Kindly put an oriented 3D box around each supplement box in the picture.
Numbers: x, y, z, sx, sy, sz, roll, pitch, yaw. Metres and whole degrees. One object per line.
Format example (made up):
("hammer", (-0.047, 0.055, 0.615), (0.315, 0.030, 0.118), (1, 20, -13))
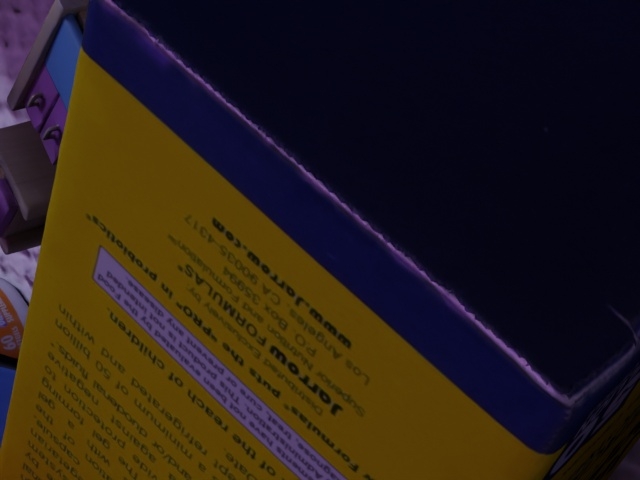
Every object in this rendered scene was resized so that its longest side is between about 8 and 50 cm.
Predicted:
("supplement box", (0.018, 0.048, 0.633), (0.195, 0.194, 0.356), (42, 142, 16))

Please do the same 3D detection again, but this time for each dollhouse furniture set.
("dollhouse furniture set", (-0.242, 0.014, 0.970), (0.198, 0.303, 0.286), (64, 150, 12))

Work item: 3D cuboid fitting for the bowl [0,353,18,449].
("bowl", (-0.214, 0.098, 0.935), (0.391, 0.391, 0.077), (5, 78, 58))

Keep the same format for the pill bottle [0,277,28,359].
("pill bottle", (-0.331, 0.115, 1.260), (0.121, 0.216, 0.121), (36, 136, 44))
